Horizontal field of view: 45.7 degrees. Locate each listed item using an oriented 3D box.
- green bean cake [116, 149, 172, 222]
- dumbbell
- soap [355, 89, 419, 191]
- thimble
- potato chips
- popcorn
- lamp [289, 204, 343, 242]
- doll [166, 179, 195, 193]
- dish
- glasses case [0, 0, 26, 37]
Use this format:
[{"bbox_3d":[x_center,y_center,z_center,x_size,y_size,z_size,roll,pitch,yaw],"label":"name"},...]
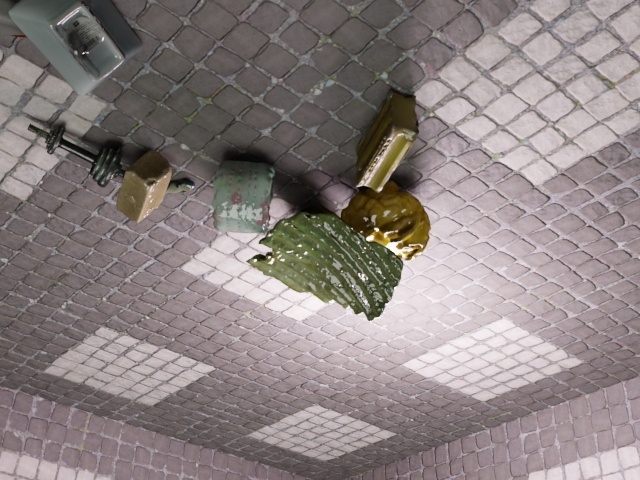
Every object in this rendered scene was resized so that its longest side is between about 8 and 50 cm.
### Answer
[{"bbox_3d":[-0.457,-0.137,1.971,0.085,0.109,0.179,39,138,3],"label":"green bean cake"},{"bbox_3d":[-0.603,-0.222,1.889,0.254,0.110,0.110,28,137,-22],"label":"dumbbell"},{"bbox_3d":[0.156,-0.233,1.814,0.076,0.135,0.233,12,143,-14],"label":"soap"},{"bbox_3d":[-0.196,-0.111,1.969,0.149,0.185,0.211,4,179,-1],"label":"thimble"},{"bbox_3d":[0.010,0.080,2.014,0.389,0.097,0.373,26,145,-7],"label":"potato chips"},{"bbox_3d":[0.181,-0.044,2.036,0.250,0.190,0.250,-4,144,-3],"label":"popcorn"},{"bbox_3d":[0.000,0.000,2.130,0.161,0.161,0.185,-13,143,19],"label":"lamp"},{"bbox_3d":[-0.397,-0.142,2.049,0.125,0.027,0.037,-9,143,14],"label":"doll"},{"bbox_3d":[-0.481,-0.417,1.549,0.182,0.080,0.243,-40,139,-6],"label":"dish"},{"bbox_3d":[-0.685,-0.462,1.515,0.308,0.083,0.128,13,158,-37],"label":"glasses case"}]
